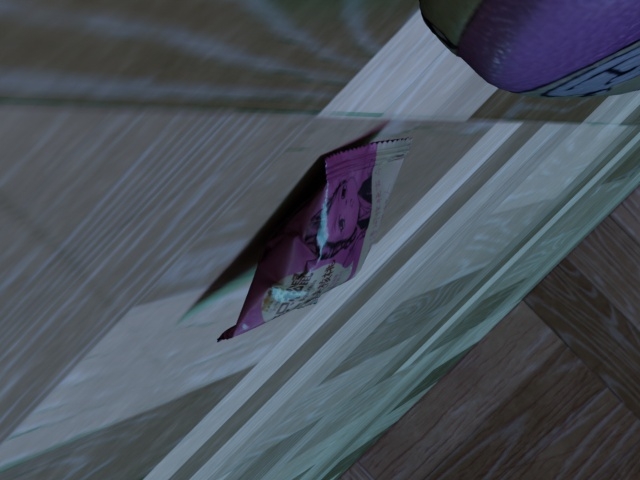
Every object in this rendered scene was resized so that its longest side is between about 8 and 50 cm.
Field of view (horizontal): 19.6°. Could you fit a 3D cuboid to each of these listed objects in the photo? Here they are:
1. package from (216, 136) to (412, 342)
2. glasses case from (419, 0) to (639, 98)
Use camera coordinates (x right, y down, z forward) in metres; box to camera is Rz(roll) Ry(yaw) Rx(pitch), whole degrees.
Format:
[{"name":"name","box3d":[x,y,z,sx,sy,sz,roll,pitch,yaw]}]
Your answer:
[{"name":"package","box3d":[0.000,0.000,0.643,0.059,0.029,0.083,-20,146,-53]},{"name":"glasses case","box3d":[0.113,-0.102,0.496,0.123,0.076,0.316,-47,171,23]}]
